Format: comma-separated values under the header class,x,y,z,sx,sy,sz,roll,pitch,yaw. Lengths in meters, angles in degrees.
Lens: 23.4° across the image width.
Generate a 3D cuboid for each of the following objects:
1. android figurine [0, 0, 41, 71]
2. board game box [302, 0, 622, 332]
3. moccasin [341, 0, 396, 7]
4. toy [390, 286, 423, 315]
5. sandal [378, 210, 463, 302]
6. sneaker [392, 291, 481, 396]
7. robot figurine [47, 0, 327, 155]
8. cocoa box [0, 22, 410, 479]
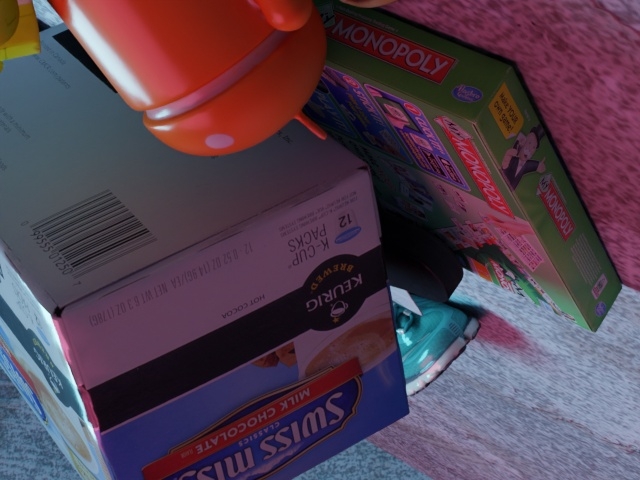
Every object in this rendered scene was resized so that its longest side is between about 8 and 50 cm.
class,x,y,z,sx,sy,sz,roll,pitch,yaw
android figurine,-0.204,-0.210,0.852,0.273,0.056,0.248,94,159,-52
board game box,0.078,-0.056,1.069,0.213,0.046,0.317,27,167,32
moccasin,0.022,-0.176,0.444,0.139,0.147,0.380,33,169,4
toy,0.010,-0.043,1.300,0.137,0.056,0.237,29,164,43
sandal,0.000,0.000,1.233,0.254,0.054,0.097,18,155,47
sneaker,0.066,0.086,1.591,0.110,0.107,0.275,48,165,-20
robot figurine,-0.080,-0.140,0.889,0.219,0.158,0.128,53,-161,-22
cocoa box,-0.129,0.010,1.124,0.347,0.231,0.228,41,150,47
